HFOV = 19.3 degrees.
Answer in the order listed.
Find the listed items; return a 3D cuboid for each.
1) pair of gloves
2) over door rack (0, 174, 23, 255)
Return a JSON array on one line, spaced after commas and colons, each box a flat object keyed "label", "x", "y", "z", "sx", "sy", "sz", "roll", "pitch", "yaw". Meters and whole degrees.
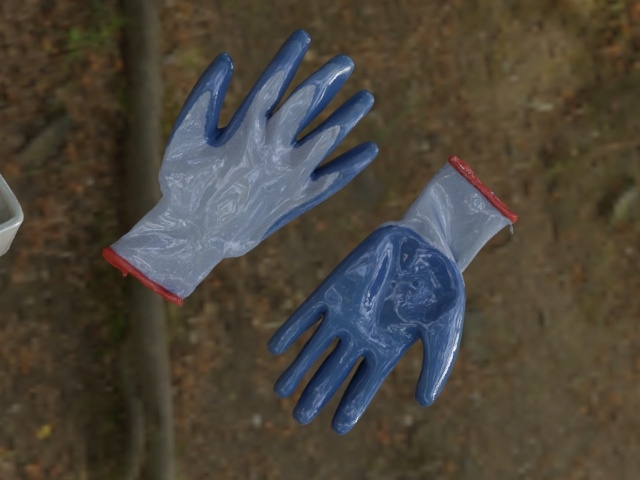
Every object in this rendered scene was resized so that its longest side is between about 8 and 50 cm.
[{"label": "pair of gloves", "x": 0.000, "y": 0.000, "z": 0.945, "sx": 0.198, "sy": 0.159, "sz": 0.023, "roll": 39, "pitch": 8, "yaw": -11}, {"label": "over door rack", "x": -0.273, "y": 0.035, "z": 0.520, "sx": 0.324, "sy": 0.239, "sz": 0.108, "roll": -13, "pitch": 73, "yaw": -28}]
